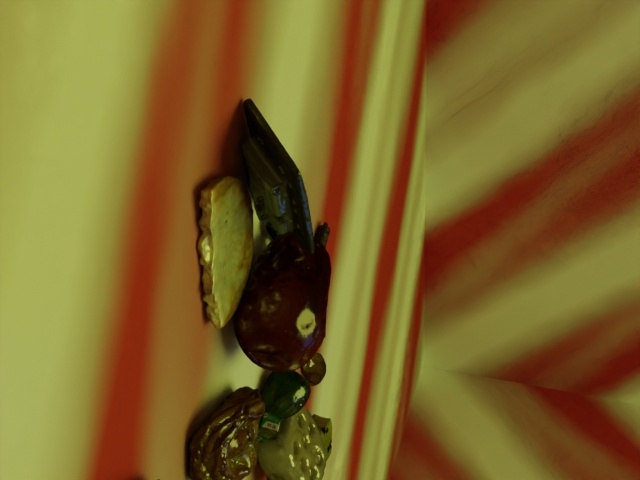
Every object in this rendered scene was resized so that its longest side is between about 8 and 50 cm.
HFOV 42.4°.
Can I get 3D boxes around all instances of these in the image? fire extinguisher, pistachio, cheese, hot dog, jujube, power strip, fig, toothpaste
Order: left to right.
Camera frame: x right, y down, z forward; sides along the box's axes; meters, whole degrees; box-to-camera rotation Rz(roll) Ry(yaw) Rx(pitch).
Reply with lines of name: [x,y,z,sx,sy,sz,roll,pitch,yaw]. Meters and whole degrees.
hot dog: [-0.179,0.410,1.749,0.259,0.114,0.175,-38,135,-66]
toothpaste: [-0.132,0.433,1.908,0.178,0.043,0.037,127,-20,-63]
power strip: [-0.103,-0.120,1.692,0.257,0.092,0.251,79,-12,-48]
fig: [-0.104,0.393,2.021,0.177,0.117,0.117,-47,147,-27]
jujube: [-0.074,0.130,1.820,0.223,0.223,0.318,78,22,-49]
cheese: [-0.077,0.532,2.085,0.218,0.117,0.235,34,44,-57]
pistachio: [-0.012,0.366,2.396,0.173,0.049,0.089,71,31,-58]
fire extinguisher: [0.000,0.000,2.292,0.056,0.039,0.132,84,19,-64]

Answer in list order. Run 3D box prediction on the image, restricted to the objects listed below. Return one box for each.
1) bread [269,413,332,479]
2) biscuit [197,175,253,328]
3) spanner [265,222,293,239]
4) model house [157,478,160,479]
bread: [-0.052,0.630,2.337,0.361,0.077,0.138,-36,131,-67]
biscuit: [-0.187,0.004,1.661,0.204,0.040,0.309,-53,148,-58]
spanner: [-0.079,-0.004,2.020,0.325,0.040,0.096,42,56,-72]
model house: [-0.269,0.615,1.431,0.266,0.261,0.321,-47,132,-20]
